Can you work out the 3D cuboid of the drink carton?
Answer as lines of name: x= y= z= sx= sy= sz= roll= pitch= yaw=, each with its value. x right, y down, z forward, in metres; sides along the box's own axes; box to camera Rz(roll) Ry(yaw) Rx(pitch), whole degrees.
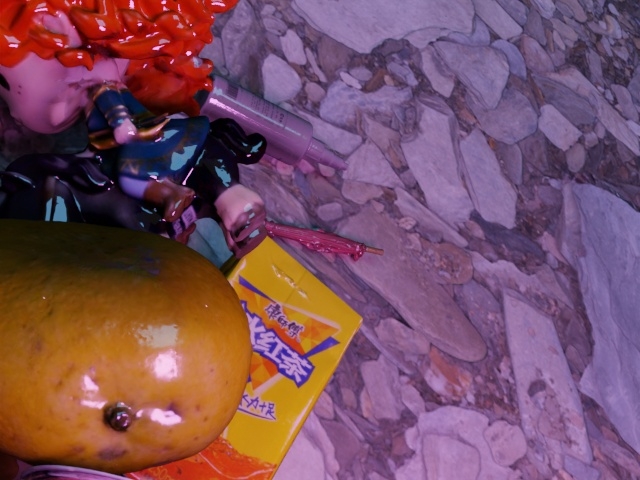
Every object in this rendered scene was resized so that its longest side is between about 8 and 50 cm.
drink carton: x=-0.097 y=0.160 z=1.531 sx=0.154 sy=0.111 sz=0.351 roll=41 pitch=42 yaw=-7

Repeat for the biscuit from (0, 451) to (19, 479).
biscuit: x=-0.384 y=0.209 z=1.302 sx=0.376 sy=0.051 sz=0.269 roll=32 pitch=42 yaw=-20

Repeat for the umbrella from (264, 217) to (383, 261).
umbrella: x=0.000 y=0.000 z=1.789 sx=0.165 sy=0.025 sz=0.027 roll=14 pitch=71 yaw=-27

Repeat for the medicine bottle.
medicine bottle: x=-0.052 y=-0.126 z=1.818 sx=0.199 sy=0.057 sz=0.057 roll=26 pitch=47 yaw=-22

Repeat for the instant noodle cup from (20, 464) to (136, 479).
instant noodle cup: x=-0.171 y=0.338 z=1.248 sx=0.244 sy=0.244 sz=0.255 roll=27 pitch=65 yaw=-20

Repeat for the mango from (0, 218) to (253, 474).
mango: x=-0.227 y=0.071 z=1.344 sx=0.365 sy=0.182 sz=0.253 roll=25 pitch=31 yaw=30

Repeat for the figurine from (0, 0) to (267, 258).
figurine: x=-0.217 y=-0.121 z=1.553 sx=0.241 sy=0.306 sz=0.412 roll=38 pitch=40 yaw=-75
